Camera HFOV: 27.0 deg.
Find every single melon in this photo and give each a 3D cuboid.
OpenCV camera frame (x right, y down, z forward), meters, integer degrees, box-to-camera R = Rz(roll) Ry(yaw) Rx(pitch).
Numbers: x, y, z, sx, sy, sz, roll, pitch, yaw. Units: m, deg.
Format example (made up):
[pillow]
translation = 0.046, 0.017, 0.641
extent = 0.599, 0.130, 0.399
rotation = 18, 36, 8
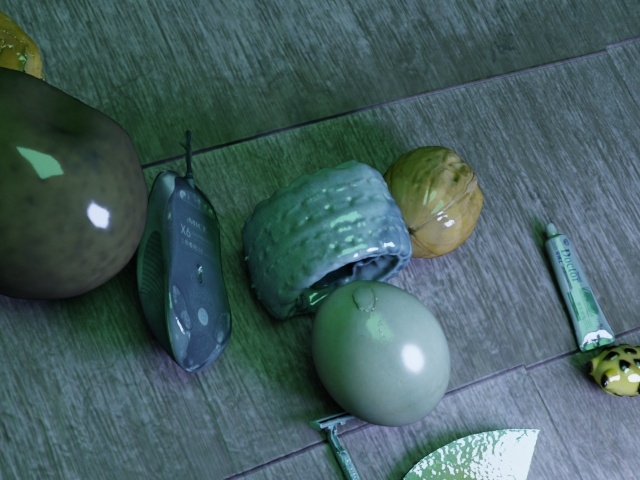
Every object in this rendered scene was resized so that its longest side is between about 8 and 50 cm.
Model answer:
[melon]
translation = 0.208, 0.347, 1.958
extent = 0.262, 0.053, 0.114
rotation = -14, 88, -20

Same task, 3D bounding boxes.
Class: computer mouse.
[computer mouse]
translation = -0.207, 0.011, 1.922
extent = 0.090, 0.167, 0.379
rotation = -14, 62, 23

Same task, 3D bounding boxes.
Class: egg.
[egg]
translation = 0.088, 0.163, 1.901
extent = 0.186, 0.186, 0.253
rotation = -60, 135, -31

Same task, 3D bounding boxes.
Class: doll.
[doll]
translation = 0.552, 0.190, 2.117
extent = 0.291, 0.086, 0.117
rotation = -9, 39, -24

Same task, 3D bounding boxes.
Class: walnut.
[walnut]
translation = 0.166, -0.057, 2.059
extent = 0.165, 0.165, 0.197
rotation = 34, 41, 0

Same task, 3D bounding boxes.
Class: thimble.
[thimble]
translation = 0.000, 0.000, 1.949
extent = 0.205, 0.250, 0.172
rotation = 20, 43, -63

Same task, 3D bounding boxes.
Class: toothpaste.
[toothpaste]
translation = 0.410, 0.072, 2.154
extent = 0.064, 0.041, 0.218
rotation = -16, 73, -13

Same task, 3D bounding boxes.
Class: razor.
[razor]
translation = 0.052, 0.348, 1.904
extent = 0.084, 0.036, 0.211
rotation = -9, 72, -44

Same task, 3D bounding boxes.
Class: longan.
[longan]
translation = -0.402, -0.077, 1.817
extent = 0.350, 0.288, 0.288
rotation = 37, 59, -8

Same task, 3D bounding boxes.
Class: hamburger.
[hamburger]
translation = -0.511, -0.247, 1.963
extent = 0.214, 0.108, 0.213
rotation = 6, 61, -11
